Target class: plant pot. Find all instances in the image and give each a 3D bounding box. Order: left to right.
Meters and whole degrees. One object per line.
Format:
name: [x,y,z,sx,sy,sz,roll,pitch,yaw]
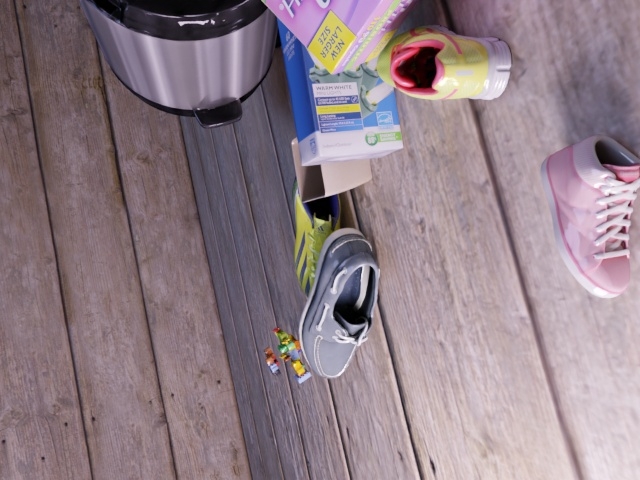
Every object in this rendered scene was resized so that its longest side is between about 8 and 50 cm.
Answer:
plant pot: [0.022,-0.126,0.771,0.109,0.097,0.108,176,84,-66]

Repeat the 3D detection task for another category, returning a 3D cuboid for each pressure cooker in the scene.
pressure cooker: [-0.261,-0.454,0.910,0.420,0.376,0.369,133,161,-74]

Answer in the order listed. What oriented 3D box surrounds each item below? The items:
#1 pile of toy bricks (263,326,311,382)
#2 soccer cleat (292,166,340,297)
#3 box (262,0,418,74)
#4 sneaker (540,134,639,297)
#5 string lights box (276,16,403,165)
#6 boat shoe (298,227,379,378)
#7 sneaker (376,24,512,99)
pile of toy bricks: [-0.077,0.252,1.118,0.105,0.118,0.212,64,159,-12]
soccer cleat: [-0.001,0.000,0.871,0.121,0.094,0.288,-173,76,-79]
box: [0.014,-0.345,0.483,0.243,0.117,0.213,47,136,1]
sneaker: [0.230,-0.023,0.382,0.070,0.051,0.134,129,131,-68]
string lights box: [0.023,-0.245,0.668,0.077,0.134,0.259,175,85,-68]
boat shoe: [0.036,0.138,0.829,0.099,0.117,0.319,-126,39,-53]
sneaker: [0.111,-0.203,0.534,0.208,0.094,0.081,-141,44,-60]
